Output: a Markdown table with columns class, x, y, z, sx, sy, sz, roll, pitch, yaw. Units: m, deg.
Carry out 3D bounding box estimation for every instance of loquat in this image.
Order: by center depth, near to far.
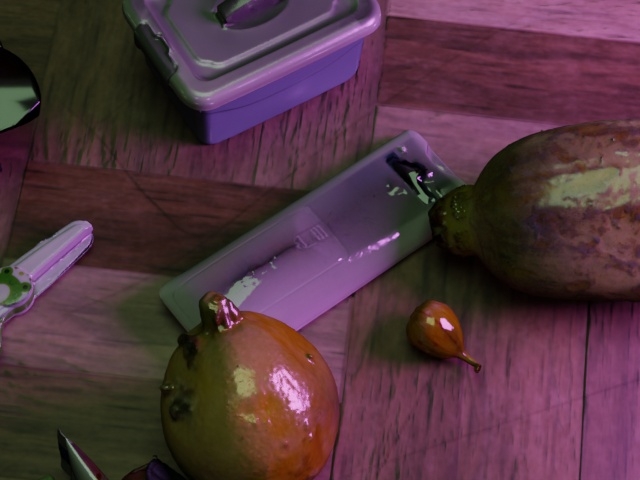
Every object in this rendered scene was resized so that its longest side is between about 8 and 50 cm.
| class | x | y | z | sx | sy | sz | roll | pitch | yaw |
| --- | --- | --- | --- | --- | --- | --- | --- | --- | --- |
| loquat | -0.066 | 0.136 | 1.707 | 0.149 | 0.204 | 0.172 | -13 | 25 | 20 |

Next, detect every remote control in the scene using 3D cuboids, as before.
| class | x | y | z | sx | sy | sz | roll | pitch | yaw |
| --- | --- | --- | --- | --- | --- | --- | --- | --- | --- |
| remote control | 0.000 | 0.000 | 1.856 | 0.313 | 0.055 | 0.109 | -33 | 66 | -20 |

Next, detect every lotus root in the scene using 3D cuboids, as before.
| class | x | y | z | sx | sy | sz | roll | pitch | yaw |
| --- | --- | --- | --- | --- | --- | --- | --- | --- | --- |
| lotus root | 0.256 | -0.022 | 1.828 | 0.309 | 0.173 | 0.173 | -5 | 60 | -2 |

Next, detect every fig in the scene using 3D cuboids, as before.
| class | x | y | z | sx | sy | sz | roll | pitch | yaw |
| --- | --- | --- | --- | --- | --- | --- | --- | --- | --- |
| fig | 0.116 | 0.093 | 1.813 | 0.083 | 0.050 | 0.050 | 42 | 67 | 9 |

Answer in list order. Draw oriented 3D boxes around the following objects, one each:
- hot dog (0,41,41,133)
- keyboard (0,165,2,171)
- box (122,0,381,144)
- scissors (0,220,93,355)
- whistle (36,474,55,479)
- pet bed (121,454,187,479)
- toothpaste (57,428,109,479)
| class | x | y | z | sx | sy | sz | roll | pitch | yaw |
| --- | --- | --- | --- | --- | --- | --- | --- | --- | --- |
| hot dog | -0.418 | -0.181 | 1.919 | 0.194 | 0.107 | 0.326 | -30 | 67 | -14 |
| keyboard | -0.413 | -0.053 | 1.898 | 0.204 | 0.013 | 0.061 | -24 | 63 | -14 |
| box | -0.067 | -0.207 | 1.932 | 0.227 | 0.130 | 0.162 | -28 | 65 | -16 |
| scissors | -0.290 | 0.050 | 1.834 | 0.204 | 0.027 | 0.101 | -40 | 70 | -20 |
| whistle | -0.319 | 0.257 | 1.703 | 0.198 | 0.057 | 0.104 | -20 | 57 | -22 |
| pet bed | -0.096 | 0.264 | 1.629 | 0.053 | 0.201 | 0.201 | -37 | 65 | 4 |
| toothpaste | -0.153 | 0.279 | 1.670 | 0.061 | 0.096 | 0.266 | -28 | 67 | -19 |
